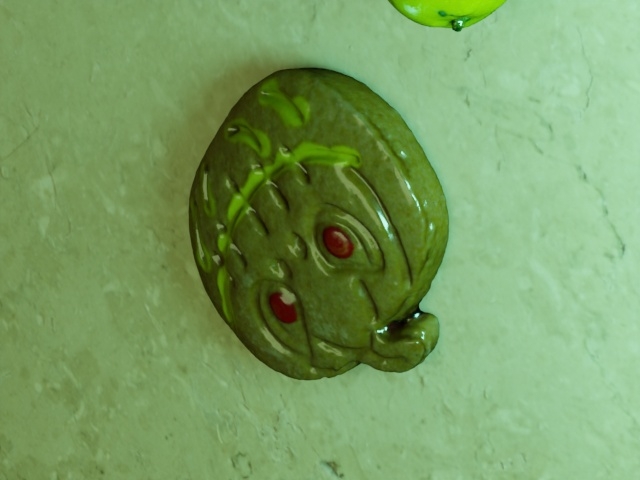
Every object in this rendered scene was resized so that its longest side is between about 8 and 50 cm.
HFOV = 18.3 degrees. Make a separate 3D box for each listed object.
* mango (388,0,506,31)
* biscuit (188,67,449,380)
[{"bbox_3d":[0.116,-0.336,1.795,0.175,0.143,0.293,9,105,52],"label":"mango"},{"bbox_3d":[-0.006,0.003,2.151,0.350,0.070,0.394,49,138,19],"label":"biscuit"}]
